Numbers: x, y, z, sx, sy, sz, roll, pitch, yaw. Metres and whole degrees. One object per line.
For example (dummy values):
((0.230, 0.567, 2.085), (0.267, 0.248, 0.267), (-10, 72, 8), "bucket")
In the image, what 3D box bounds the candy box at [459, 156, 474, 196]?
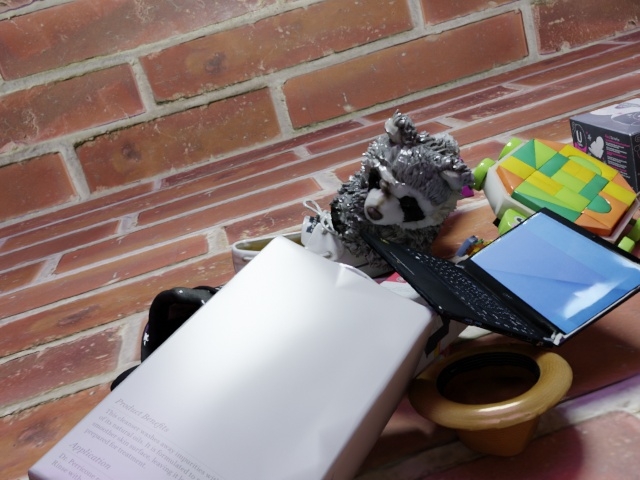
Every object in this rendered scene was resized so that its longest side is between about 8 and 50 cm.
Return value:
((0.273, -0.155, 1.683), (0.159, 0.071, 0.233), (-14, 18, 7), "candy box")

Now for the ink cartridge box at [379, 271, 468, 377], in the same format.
((0.113, 0.115, 0.967), (0.127, 0.072, 0.175), (5, 28, 45), "ink cartridge box")

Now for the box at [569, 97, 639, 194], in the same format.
((0.632, -0.188, 1.372), (0.163, 0.142, 0.247), (-17, 19, -1), "box")

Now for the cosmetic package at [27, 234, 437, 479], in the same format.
((-0.064, 0.183, 0.697), (0.217, 0.156, 0.385), (27, 43, 19), "cosmetic package")

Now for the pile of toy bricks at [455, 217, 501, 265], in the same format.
((0.285, 0.040, 1.102), (0.105, 0.118, 0.212), (42, 28, 18), "pile of toy bricks")

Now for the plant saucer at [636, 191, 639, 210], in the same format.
((0.643, -0.064, 1.176), (0.198, 0.036, 0.198), (-15, 19, 5), "plant saucer")

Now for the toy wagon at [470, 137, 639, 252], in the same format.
((0.373, -0.055, 1.100), (0.267, 0.068, 0.344), (34, 40, 21), "toy wagon")

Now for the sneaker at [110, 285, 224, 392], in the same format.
((-0.132, 0.122, 0.987), (0.185, 0.202, 0.483), (-36, 10, 21), "sneaker")

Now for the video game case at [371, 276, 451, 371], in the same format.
((0.115, 0.125, 1.094), (0.204, 0.025, 0.285), (-9, 20, 21), "video game case")

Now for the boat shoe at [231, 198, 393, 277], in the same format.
((-0.001, -0.003, 1.341), (0.367, 0.157, 0.136), (-11, 20, 12), "boat shoe")

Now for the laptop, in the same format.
((0.224, 0.016, 0.859), (0.264, 0.137, 0.234), (19, 14, -26), "laptop")

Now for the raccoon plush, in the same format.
((0.174, -0.155, 1.223), (0.216, 0.299, 0.446), (24, 50, -1), "raccoon plush")

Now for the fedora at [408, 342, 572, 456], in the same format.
((0.194, 0.184, 0.777), (0.194, 0.079, 0.194), (-16, 11, 3), "fedora")
